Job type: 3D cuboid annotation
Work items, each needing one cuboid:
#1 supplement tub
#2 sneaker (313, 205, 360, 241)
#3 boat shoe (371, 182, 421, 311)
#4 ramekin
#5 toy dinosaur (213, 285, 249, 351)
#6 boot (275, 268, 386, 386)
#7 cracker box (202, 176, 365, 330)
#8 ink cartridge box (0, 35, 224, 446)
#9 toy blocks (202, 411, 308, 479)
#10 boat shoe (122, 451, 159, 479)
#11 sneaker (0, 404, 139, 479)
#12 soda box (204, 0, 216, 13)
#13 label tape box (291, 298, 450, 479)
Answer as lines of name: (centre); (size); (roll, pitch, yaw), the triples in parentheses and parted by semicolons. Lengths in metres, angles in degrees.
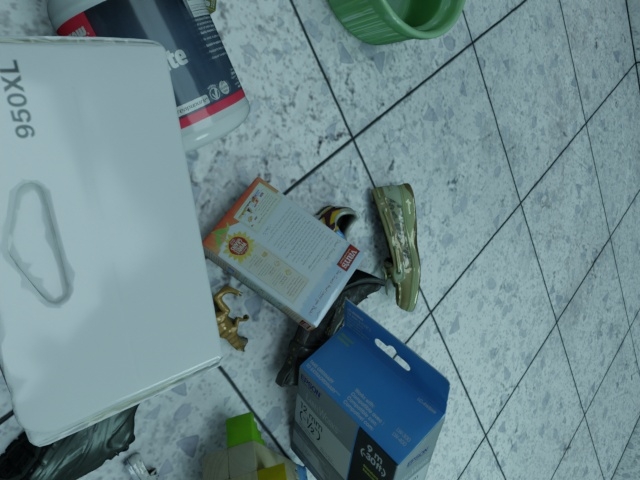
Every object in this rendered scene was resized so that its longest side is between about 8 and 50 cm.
supplement tub: (-0.231, -0.257, 0.653); (0.191, 0.191, 0.272); (-38, 116, -30)
sneaker: (0.000, 0.000, 0.935); (0.185, 0.084, 0.069); (-53, 123, -23)
boat shoe: (0.166, 0.018, 1.076); (0.089, 0.104, 0.285); (-5, 93, -1)
ramekin: (0.142, -0.540, 0.955); (0.304, 0.148, 0.303); (-4, 97, -38)
toy dinosaur: (-0.182, 0.126, 0.814); (0.211, 0.064, 0.112); (38, 72, -35)
boot: (0.020, 0.171, 0.979); (0.263, 0.091, 0.228); (0, 106, -48)
cracker box: (-0.063, 0.024, 0.829); (0.232, 0.067, 0.155); (36, 68, 0)
ink cartridge box: (-0.281, -0.019, 0.505); (0.166, 0.395, 0.285); (-18, 106, -36)
toy blocks: (-0.083, 0.520, 0.806); (0.261, 0.191, 0.381); (59, 14, -49)
boat shoe: (-0.278, 0.384, 0.782); (0.035, 0.035, 0.100); (-35, 109, -28)
sneaker: (-0.337, 0.286, 0.683); (0.286, 0.109, 0.130); (-52, 129, -20)
soda box: (-0.194, -0.447, 0.750); (0.061, 0.058, 0.181); (4, 92, -39)
label tape box: (0.070, 0.316, 0.849); (0.115, 0.249, 0.347); (-20, 129, -34)
